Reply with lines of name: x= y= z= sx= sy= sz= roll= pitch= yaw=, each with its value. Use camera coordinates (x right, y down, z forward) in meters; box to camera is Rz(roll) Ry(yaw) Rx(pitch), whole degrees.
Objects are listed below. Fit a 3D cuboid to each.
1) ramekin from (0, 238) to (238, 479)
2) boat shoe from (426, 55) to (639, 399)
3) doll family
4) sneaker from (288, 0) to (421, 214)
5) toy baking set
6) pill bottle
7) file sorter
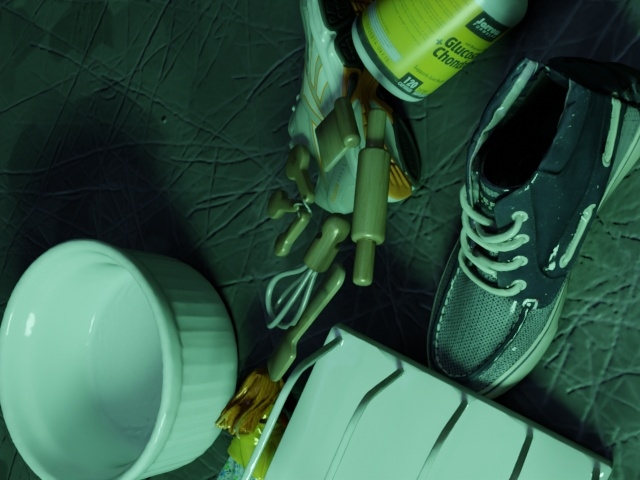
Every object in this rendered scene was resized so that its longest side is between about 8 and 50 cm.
ramekin: x=-0.222 y=0.139 z=1.306 sx=0.277 sy=0.135 sz=0.277 roll=-2 pitch=87 yaw=38
boat shoe: x=0.156 y=-0.008 z=1.013 sx=0.127 sy=0.158 sz=0.341 roll=33 pitch=107 yaw=33
doll family: x=-0.020 y=0.214 z=1.159 sx=0.263 sy=0.118 sz=0.163 roll=19 pitch=102 yaw=34
sneaker: x=0.005 y=-0.149 z=1.176 sx=0.121 sy=0.099 sz=0.263 roll=-24 pitch=73 yaw=38
toy baking set: x=0.004 y=-0.003 z=1.081 sx=0.196 sy=0.030 sz=0.256 roll=-30 pitch=51 yaw=55
pill bottle: x=0.125 y=-0.219 z=1.081 sx=0.184 sy=0.103 sz=0.103 roll=-37 pitch=67 yaw=30
file sorter: x=0.076 y=0.228 z=0.995 sx=0.277 sy=0.173 sz=0.193 roll=26 pitch=101 yaw=13
